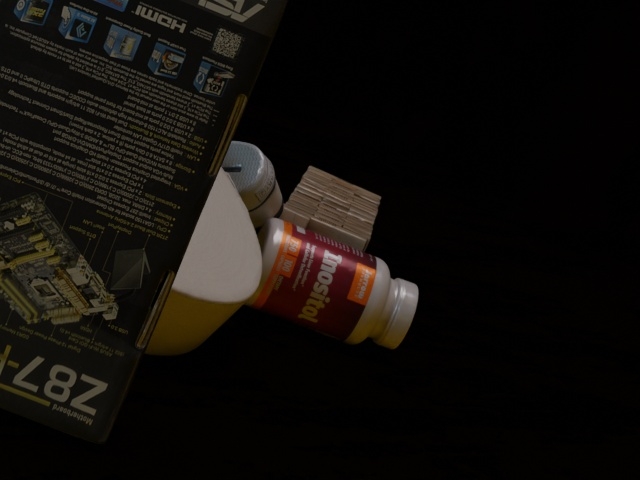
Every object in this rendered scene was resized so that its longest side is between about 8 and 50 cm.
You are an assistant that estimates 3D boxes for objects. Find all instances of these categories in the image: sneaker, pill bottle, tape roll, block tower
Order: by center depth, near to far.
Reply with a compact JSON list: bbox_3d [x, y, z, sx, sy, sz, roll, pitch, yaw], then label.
[{"bbox_3d":[-0.205,-0.077,1.509,0.392,0.072,0.392,43,17,-16],"label":"tape roll"},{"bbox_3d":[0.008,0.043,1.747,0.152,0.086,0.086,21,10,-12],"label":"pill bottle"},{"bbox_3d":[-0.157,-0.044,1.784,0.258,0.094,0.091,7,-29,23],"label":"sneaker"},{"bbox_3d":[0.000,0.000,1.952,0.097,0.091,0.335,23,10,2],"label":"block tower"}]

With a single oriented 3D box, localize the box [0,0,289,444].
[{"bbox_3d":[-0.253,-0.091,1.171,0.394,0.318,0.097,21,9,-7],"label":"box"}]
